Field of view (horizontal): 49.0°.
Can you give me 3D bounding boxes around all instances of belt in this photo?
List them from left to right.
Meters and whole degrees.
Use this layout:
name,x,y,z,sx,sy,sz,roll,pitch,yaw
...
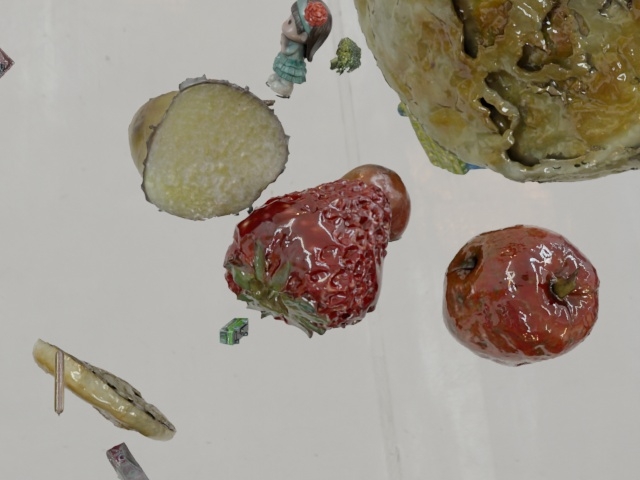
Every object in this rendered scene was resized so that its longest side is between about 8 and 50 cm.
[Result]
name,x,y,z,sx,sy,sz,roll,pitch,yaw
belt,-0.385,0.523,1.495,0.053,0.071,0.232,-35,44,-23

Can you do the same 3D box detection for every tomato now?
name,x,y,z,sx,sy,sz,roll,pitch,yaw
tomato,0.117,-0.099,1.631,0.214,0.155,0.181,-4,38,-42

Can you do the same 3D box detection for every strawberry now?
name,x,y,z,sx,sy,sz,roll,pitch,yaw
strawberry,0.000,0.000,1.384,0.295,0.317,0.345,43,63,-19

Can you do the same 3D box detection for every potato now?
name,x,y,z,sx,sy,sz,roll,pitch,yaw
potato,-0.240,-0.198,1.439,0.288,0.237,0.301,32,93,-20

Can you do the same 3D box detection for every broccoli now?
name,x,y,z,sx,sy,sz,roll,pitch,yaw
broccoli,0.059,-0.454,1.733,0.092,0.095,0.097,-16,92,18

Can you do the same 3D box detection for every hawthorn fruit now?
name,x,y,z,sx,sy,sz,roll,pitch,yaw
hawthorn fruit,0.343,0.099,1.213,0.261,0.258,0.258,22,65,46

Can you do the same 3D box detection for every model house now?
name,x,y,z,sx,sy,sz,roll,pitch,yaw
model house,0.359,-0.311,1.758,0.303,0.237,0.216,-2,49,32

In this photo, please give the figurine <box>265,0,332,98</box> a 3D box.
name,x,y,z,sx,sy,sz,roll,pitch,yaw
figurine,-0.049,-0.453,1.651,0.110,0.246,0.138,10,34,-27

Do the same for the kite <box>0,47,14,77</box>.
name,x,y,z,sx,sy,sz,roll,pitch,yaw
kite,-0.437,-0.212,0.823,0.152,0.005,0.137,4,114,-2

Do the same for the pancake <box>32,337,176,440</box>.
name,x,y,z,sx,sy,sz,roll,pitch,yaw
pancake,-0.486,0.341,1.579,0.386,0.387,0.082,34,75,3

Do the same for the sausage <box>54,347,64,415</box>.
name,x,y,z,sx,sy,sz,roll,pitch,yaw
sausage,-0.391,0.212,1.050,0.015,0.015,0.100,-3,76,-8

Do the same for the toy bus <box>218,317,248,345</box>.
name,x,y,z,sx,sy,sz,roll,pitch,yaw
toy bus,-0.154,0.162,1.261,0.037,0.083,0.031,4,102,14

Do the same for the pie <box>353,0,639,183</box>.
name,x,y,z,sx,sy,sz,roll,pitch,yaw
pie,0.154,-0.188,0.514,0.339,0.339,0.077,45,52,6
